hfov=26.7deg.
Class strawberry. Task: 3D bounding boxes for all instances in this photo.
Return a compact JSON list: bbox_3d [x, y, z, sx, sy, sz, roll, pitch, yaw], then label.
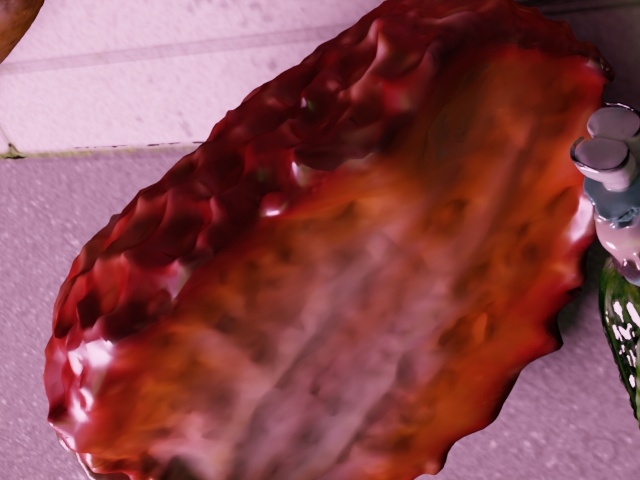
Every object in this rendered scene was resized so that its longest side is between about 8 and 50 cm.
[{"bbox_3d":[0.000,0.000,0.668,0.336,0.265,0.149,-55,43,31],"label":"strawberry"}]

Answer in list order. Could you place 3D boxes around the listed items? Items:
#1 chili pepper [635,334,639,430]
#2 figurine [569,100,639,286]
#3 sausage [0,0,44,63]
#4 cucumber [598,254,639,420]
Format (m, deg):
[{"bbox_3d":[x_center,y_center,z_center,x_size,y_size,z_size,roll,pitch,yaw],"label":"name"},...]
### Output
[{"bbox_3d":[0.233,0.092,0.529,0.213,0.167,0.385,-1,122,13],"label":"chili pepper"},{"bbox_3d":[0.138,-0.022,0.580,0.047,0.060,0.106,-4,151,27],"label":"figurine"},{"bbox_3d":[-0.295,-0.083,0.873,0.136,0.123,0.501,19,147,-20],"label":"sausage"},{"bbox_3d":[0.201,0.100,0.674,0.074,0.074,0.241,-13,116,46],"label":"cucumber"}]
